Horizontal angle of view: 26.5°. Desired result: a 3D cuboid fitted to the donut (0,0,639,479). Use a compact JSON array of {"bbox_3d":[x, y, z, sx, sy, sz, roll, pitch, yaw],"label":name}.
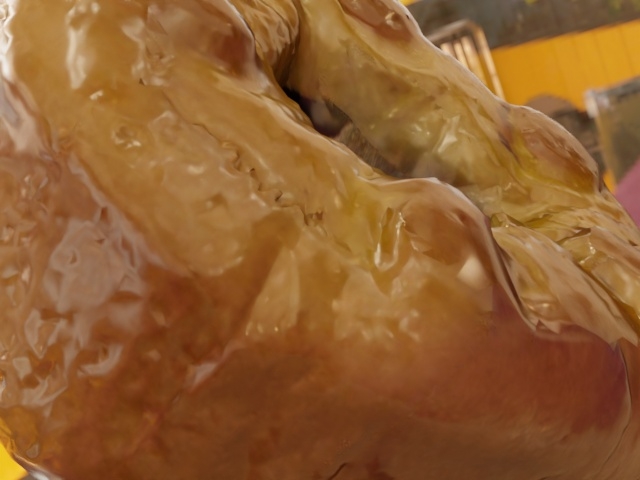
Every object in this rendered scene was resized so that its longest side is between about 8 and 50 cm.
[{"bbox_3d":[0.000,0.000,0.503,0.150,0.317,0.299,-51,11,18],"label":"donut"}]
